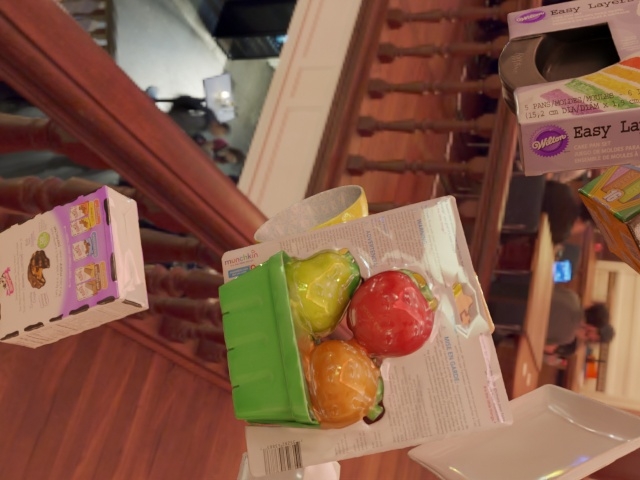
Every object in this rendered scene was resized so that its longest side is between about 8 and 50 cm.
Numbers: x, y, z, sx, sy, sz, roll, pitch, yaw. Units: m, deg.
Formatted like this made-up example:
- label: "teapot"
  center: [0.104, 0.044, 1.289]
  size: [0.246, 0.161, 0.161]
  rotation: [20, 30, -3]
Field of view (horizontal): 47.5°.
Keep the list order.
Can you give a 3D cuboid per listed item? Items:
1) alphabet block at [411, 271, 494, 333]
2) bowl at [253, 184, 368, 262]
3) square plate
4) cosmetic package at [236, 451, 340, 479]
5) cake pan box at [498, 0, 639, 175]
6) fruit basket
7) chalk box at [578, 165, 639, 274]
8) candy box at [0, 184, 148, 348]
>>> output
- label: "alphabet block"
  center: [0.217, 0.153, 1.510]
  size: [0.193, 0.192, 0.197]
  rotation: [-45, 134, -17]
- label: "bowl"
  center: [0.000, 0.000, 1.753]
  size: [0.289, 0.289, 0.156]
  rotation: [-47, 117, -52]
- label: "square plate"
  center: [0.374, 0.381, 1.329]
  size: [0.344, 0.347, 0.049]
  rotation: [-174, -117, -75]
- label: "cosmetic package"
  center: [-0.089, 0.643, 1.657]
  size: [0.156, 0.217, 0.385]
  rotation: [55, 20, -25]
- label: "cake pan box"
  center: [0.315, -0.170, 0.721]
  size: [0.245, 0.267, 0.070]
  rotation: [-74, 153, -49]
- label: "fruit basket"
  center: [0.049, 0.128, 1.005]
  size: [0.165, 0.353, 0.327]
  rotation: [69, 8, -69]
- label: "chalk box"
  center: [0.496, -0.062, 0.998]
  size: [0.132, 0.213, 0.132]
  rotation: [54, 5, -24]
- label: "candy box"
  center: [-0.343, 0.039, 0.994]
  size: [0.070, 0.196, 0.164]
  rotation: [36, 38, -61]
